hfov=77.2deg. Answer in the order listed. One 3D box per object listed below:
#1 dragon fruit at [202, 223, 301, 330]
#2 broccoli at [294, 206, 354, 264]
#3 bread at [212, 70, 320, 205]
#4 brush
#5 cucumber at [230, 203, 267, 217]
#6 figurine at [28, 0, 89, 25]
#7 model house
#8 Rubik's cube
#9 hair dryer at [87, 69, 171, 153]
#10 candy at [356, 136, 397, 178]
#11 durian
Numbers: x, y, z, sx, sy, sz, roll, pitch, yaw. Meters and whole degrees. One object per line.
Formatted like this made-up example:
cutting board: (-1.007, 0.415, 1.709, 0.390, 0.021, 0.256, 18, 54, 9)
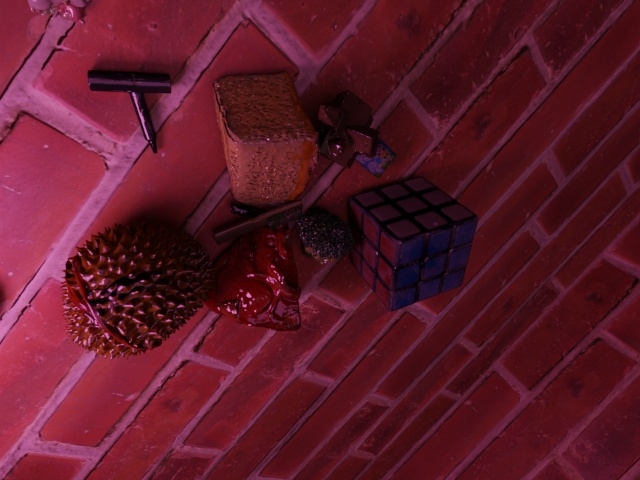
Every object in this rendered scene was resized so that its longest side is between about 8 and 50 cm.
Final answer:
dragon fruit: (-0.193, 0.116, 1.225, 0.286, 0.228, 0.329, 6, 117, -28)
broccoli: (0.000, 0.000, 1.309, 0.220, 0.194, 0.194, 20, 109, -15)
bread: (-0.157, -0.273, 1.111, 0.249, 0.278, 0.315, -12, 166, -20)
brush: (-0.180, -0.048, 1.204, 0.283, 0.048, 0.054, -22, 148, -10)
cucumber: (-0.208, -0.085, 1.196, 0.135, 0.034, 0.033, 10, 81, -50)
figurine: (-0.503, -0.494, 0.803, 0.146, 0.081, 0.098, -12, 167, -26)
model house: (0.059, -0.300, 1.056, 0.180, 0.176, 0.248, -64, 161, 6)
Rubik's cube: (0.293, 0.004, 1.347, 0.301, 0.303, 0.304, -16, 131, -19)
hair dryer: (-0.446, -0.301, 0.958, 0.174, 0.050, 0.194, -4, 124, -22)
candy: (0.144, -0.288, 1.256, 0.195, 0.062, 0.097, 32, 102, -38)
durian: (-0.471, 0.123, 1.041, 0.384, 0.348, 0.347, -57, 135, -28)
